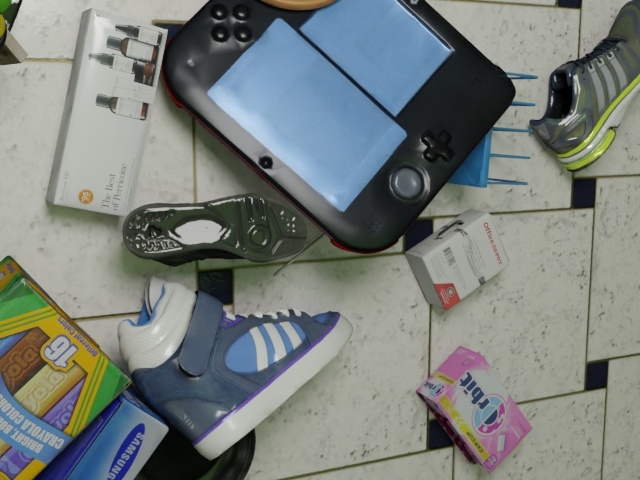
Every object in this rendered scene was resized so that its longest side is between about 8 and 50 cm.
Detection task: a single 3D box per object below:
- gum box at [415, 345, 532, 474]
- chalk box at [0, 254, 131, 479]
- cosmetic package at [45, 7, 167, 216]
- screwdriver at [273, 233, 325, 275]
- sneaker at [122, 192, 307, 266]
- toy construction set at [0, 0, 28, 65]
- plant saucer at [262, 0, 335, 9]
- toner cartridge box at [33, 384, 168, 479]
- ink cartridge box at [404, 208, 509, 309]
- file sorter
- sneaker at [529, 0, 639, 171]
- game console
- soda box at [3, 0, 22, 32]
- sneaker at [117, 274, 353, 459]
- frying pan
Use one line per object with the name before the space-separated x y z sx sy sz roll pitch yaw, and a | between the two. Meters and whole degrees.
gum box | 0.252 0.276 1.372 0.107 0.062 0.188 -43 113 -14
chalk box | -0.398 0.186 0.974 0.289 0.180 0.179 -44 114 -15
cosmetic package | -0.264 -0.154 1.052 0.099 0.060 0.239 10 94 -26
screwdriver | 0.000 0.000 1.229 0.025 0.024 0.170 45 78 4
sneaker | -0.136 -0.012 1.091 0.228 0.130 0.087 -4 90 -12
toy construction set | -0.463 -0.204 0.878 0.309 0.257 0.237 38 66 -18
plant saucer | -0.033 -0.396 1.096 0.200 0.037 0.200 2 80 -13
toner cartridge box | -0.336 0.329 1.037 0.075 0.165 0.348 40 81 -27
ink cartridge box | 0.213 0.028 1.317 0.135 0.056 0.099 -33 111 -18
file sorter | 0.249 -0.167 1.271 0.105 0.118 0.170 0 98 -29
sneaker | 0.442 -0.263 1.358 0.121 0.111 0.300 31 82 -23
game console | 0.026 -0.209 1.119 0.386 0.060 0.342 42 80 -5
soda box | -0.424 -0.287 0.952 0.169 0.060 0.053 22 90 -28
sneaker | -0.117 0.113 1.131 0.236 0.130 0.323 50 43 4
frying pan | -0.168 0.345 1.185 0.197 0.053 0.326 -23 113 -22
